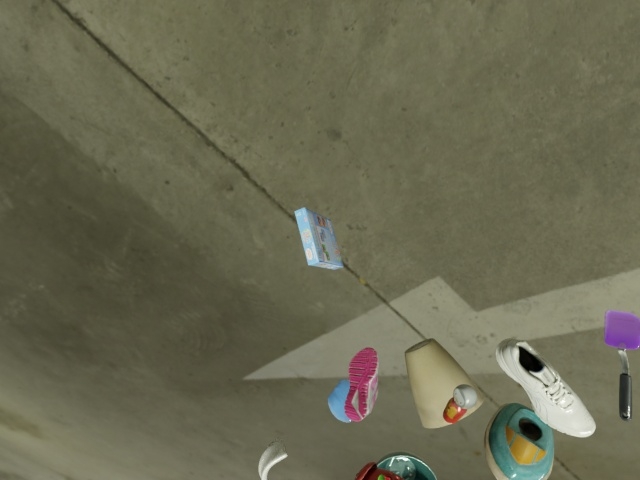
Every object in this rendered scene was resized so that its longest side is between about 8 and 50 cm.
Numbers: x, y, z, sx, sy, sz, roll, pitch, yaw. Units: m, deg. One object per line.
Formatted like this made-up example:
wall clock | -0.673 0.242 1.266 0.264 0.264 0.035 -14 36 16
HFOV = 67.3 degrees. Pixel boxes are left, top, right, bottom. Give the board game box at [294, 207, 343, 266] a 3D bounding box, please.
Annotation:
board game box | 0.000 0.000 1.413 0.039 0.160 0.211 -19 166 19

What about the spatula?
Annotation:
spatula | 0.789 0.329 1.247 0.084 0.030 0.296 0 101 49

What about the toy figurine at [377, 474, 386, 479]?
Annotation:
toy figurine | 0.275 0.808 1.513 0.159 0.130 0.173 3 153 -7

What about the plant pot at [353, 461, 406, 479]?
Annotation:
plant pot | 0.207 0.912 1.719 0.174 0.191 0.191 24 146 31

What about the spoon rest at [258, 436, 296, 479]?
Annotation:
spoon rest | -0.070 0.568 1.086 0.084 0.137 0.276 -25 116 -8

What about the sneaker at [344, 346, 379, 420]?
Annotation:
sneaker | 0.153 0.506 1.700 0.103 0.252 0.111 9 164 26

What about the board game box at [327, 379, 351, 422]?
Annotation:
board game box | 0.111 0.653 1.970 0.133 0.168 0.033 40 -168 27

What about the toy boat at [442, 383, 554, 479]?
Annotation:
toy boat | 0.505 0.532 1.351 0.318 0.267 0.148 29 129 14

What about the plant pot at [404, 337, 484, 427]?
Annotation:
plant pot | 0.441 0.526 1.841 0.256 0.256 0.274 -34 80 47

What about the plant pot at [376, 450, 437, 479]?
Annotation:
plant pot | 0.345 1.018 2.034 0.290 0.290 0.195 18 180 6

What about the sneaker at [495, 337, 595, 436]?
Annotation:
sneaker | 0.575 0.377 1.229 0.297 0.111 0.129 47 172 19
